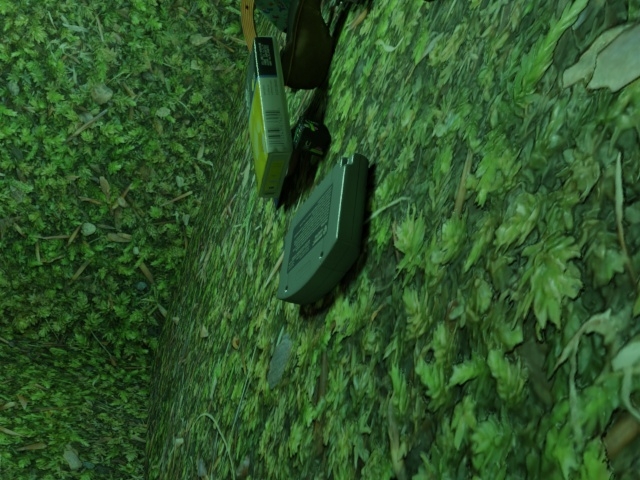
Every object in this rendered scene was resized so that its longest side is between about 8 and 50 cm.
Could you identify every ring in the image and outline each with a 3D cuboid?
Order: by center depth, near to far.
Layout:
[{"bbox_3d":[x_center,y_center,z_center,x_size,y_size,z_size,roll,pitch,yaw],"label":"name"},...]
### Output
[{"bbox_3d":[-0.111,-0.583,1.810,0.337,0.032,0.336,33,135,40],"label":"ring"}]

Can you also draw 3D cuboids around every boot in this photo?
[{"bbox_3d":[-0.022,-0.508,1.582,0.112,0.115,0.305,-123,44,-74],"label":"boot"}]

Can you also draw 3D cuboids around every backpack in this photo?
[{"bbox_3d":[-0.121,-0.760,1.940,0.191,0.254,0.225,-16,56,48],"label":"backpack"}]

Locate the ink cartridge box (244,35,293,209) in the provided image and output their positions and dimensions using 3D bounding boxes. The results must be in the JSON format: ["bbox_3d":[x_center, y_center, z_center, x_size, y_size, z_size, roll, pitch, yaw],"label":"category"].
[{"bbox_3d":[-0.133,-0.267,1.591,0.307,0.072,0.303,121,143,-64],"label":"ink cartridge box"}]

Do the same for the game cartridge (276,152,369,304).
[{"bbox_3d":[0.000,0.000,1.155,0.294,0.060,0.195,135,151,-59],"label":"game cartridge"}]

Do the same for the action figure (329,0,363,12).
[{"bbox_3d":[0.065,-0.631,1.476,0.185,0.099,0.284,-39,52,52],"label":"action figure"}]

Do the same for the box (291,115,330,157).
[{"bbox_3d":[-0.021,-0.220,1.414,0.083,0.062,0.052,-108,37,-62],"label":"box"}]
